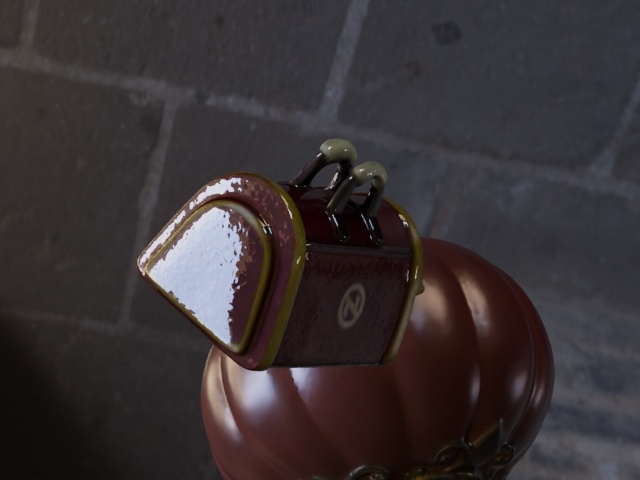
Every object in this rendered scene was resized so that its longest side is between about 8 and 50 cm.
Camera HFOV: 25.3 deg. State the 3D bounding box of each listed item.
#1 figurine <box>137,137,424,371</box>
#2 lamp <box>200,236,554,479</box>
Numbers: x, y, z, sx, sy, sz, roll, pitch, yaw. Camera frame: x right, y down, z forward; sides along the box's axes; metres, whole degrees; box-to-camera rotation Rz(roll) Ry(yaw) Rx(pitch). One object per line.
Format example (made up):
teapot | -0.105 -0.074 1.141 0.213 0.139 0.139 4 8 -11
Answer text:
figurine | 0.001 0.000 0.665 0.154 0.082 0.098 3 118 -57
lamp | 0.048 0.125 1.208 0.303 0.257 0.303 -16 152 -9
